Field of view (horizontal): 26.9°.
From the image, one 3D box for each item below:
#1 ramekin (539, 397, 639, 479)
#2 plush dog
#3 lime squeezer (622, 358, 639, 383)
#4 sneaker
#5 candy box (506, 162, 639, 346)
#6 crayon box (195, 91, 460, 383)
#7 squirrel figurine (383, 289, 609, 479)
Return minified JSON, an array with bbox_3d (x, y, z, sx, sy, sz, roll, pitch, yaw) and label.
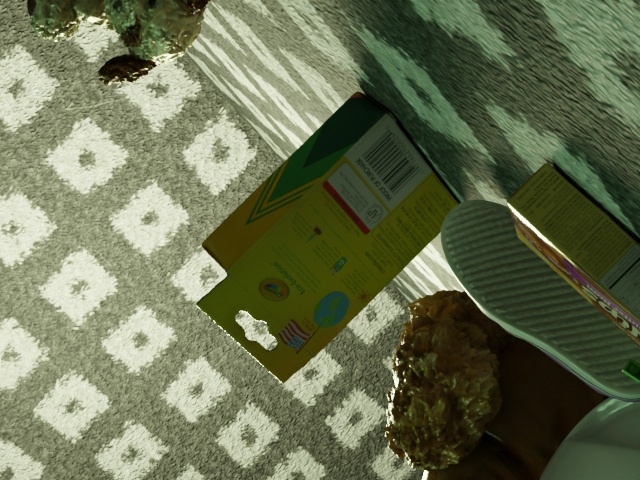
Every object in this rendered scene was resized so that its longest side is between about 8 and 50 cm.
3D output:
[{"bbox_3d":[0.360,0.308,1.514,0.127,0.273,0.273,33,180,-14],"label":"ramekin"},{"bbox_3d":[-0.248,-0.340,1.843,0.210,0.262,0.225,-7,-125,-50],"label":"plush dog"},{"bbox_3d":[0.375,0.180,1.090,0.110,0.059,0.310,22,-177,-32],"label":"lime squeezer"},{"bbox_3d":[0.244,0.077,1.436,0.282,0.102,0.161,45,180,17],"label":"sneaker"},{"bbox_3d":[0.244,0.026,1.129,0.187,0.053,0.109,46,178,21],"label":"candy box"},{"bbox_3d":[0.000,0.000,1.633,0.202,0.318,0.081,48,176,-41],"label":"crayon box"},{"bbox_3d":[0.186,0.275,1.726,0.281,0.370,0.397,-11,120,47],"label":"squirrel figurine"}]
